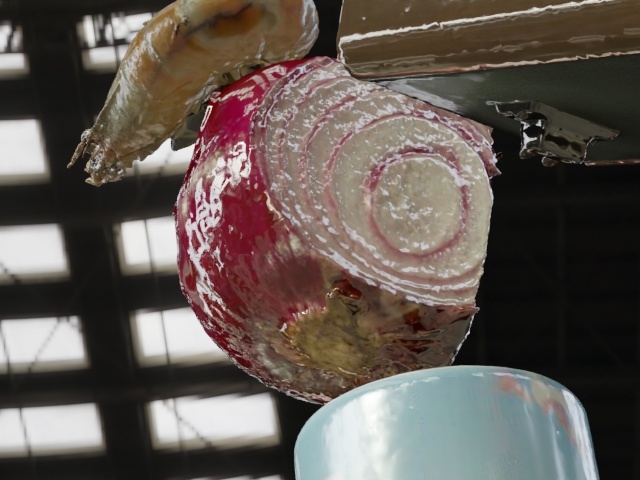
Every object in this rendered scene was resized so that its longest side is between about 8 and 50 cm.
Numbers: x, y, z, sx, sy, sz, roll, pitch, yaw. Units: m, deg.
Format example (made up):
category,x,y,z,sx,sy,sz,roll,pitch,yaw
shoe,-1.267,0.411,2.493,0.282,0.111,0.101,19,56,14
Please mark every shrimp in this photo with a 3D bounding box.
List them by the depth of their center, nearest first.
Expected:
category,x,y,z,sx,sy,sz,roll,pitch,yaw
shrimp,-0.100,-0.119,1.394,0.152,0.063,0.287,-8,-21,-34

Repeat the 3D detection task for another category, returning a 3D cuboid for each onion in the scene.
category,x,y,z,sx,sy,sz,roll,pitch,yaw
onion,-0.003,0.003,1.209,0.206,0.216,0.207,20,-45,-6

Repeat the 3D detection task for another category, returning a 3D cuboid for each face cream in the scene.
category,x,y,z,sx,sy,sz,roll,pitch,yaw
face cream,0.040,0.143,0.381,0.075,0.229,0.075,-5,-30,-3

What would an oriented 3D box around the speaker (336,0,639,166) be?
category,x,y,z,sx,sy,sz,roll,pitch,yaw
speaker,0.145,-0.123,0.594,0.153,0.231,0.192,16,-101,-38
